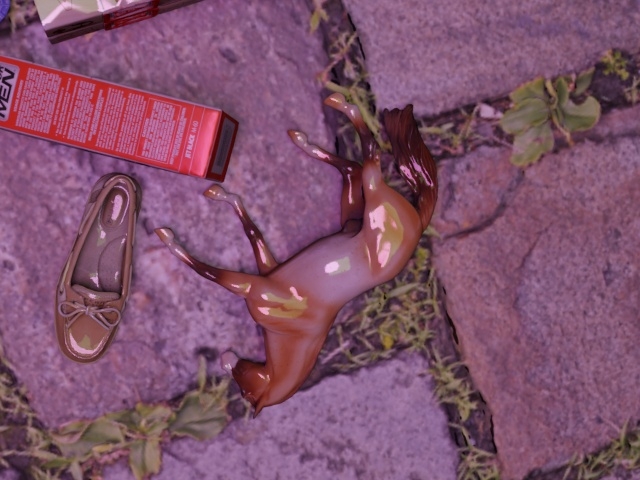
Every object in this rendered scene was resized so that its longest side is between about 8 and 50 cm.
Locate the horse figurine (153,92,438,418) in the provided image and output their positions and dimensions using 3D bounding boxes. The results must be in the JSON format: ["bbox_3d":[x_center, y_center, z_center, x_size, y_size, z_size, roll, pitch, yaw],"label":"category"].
[{"bbox_3d":[0.000,0.000,0.763,0.263,0.066,0.174,-38,94,-4],"label":"horse figurine"}]

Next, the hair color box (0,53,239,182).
[{"bbox_3d":[-0.150,-0.086,0.689,0.167,0.093,0.053,15,93,2],"label":"hair color box"}]

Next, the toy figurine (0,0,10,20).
[{"bbox_3d":[-0.286,-0.128,0.629,0.191,0.217,0.362,25,113,26],"label":"toy figurine"}]

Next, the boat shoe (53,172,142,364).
[{"bbox_3d":[-0.170,0.023,0.735,0.056,0.048,0.153,17,91,-13],"label":"boat shoe"}]

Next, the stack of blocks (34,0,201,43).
[{"bbox_3d":[-0.165,-0.312,0.688,0.171,0.087,0.297,-19,99,-10],"label":"stack of blocks"}]
